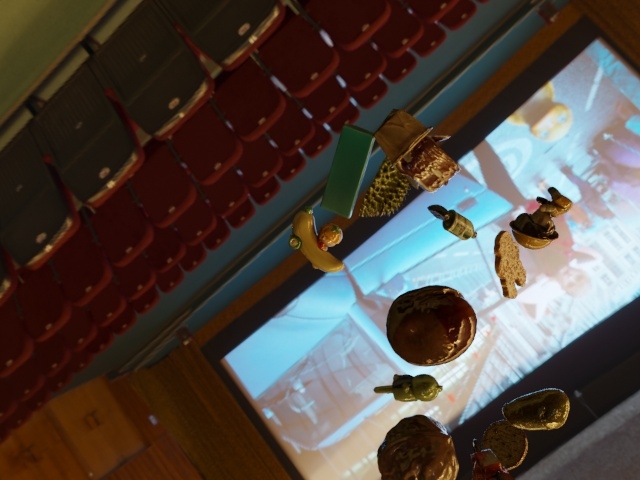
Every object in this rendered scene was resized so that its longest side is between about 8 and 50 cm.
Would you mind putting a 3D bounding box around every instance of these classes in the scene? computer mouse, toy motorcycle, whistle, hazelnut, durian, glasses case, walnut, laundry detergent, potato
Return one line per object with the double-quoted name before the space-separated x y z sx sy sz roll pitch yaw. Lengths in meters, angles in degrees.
"computer mouse" 0.508 -0.124 2.242 0.047 0.079 0.135 -51 -159 -6
"toy motorcycle" 0.435 0.637 1.283 0.147 0.222 0.325 -15 177 3
"whistle" 0.271 0.455 1.620 0.227 0.085 0.105 -12 157 31
"hazelnut" 0.492 0.368 2.342 0.409 0.360 0.359 -20 -179 30
"durian" 0.226 -0.208 1.888 0.157 0.170 0.356 8 131 -23
"glasses case" 0.096 -0.235 1.795 0.070 0.117 0.301 -37 148 -62
"walnut" 0.307 0.692 1.669 0.273 0.227 0.273 -47 180 0
"laundry detergent" 0.627 -0.056 2.332 0.070 0.099 0.225 -2 160 45
"potato" 0.596 0.472 1.454 0.188 0.105 0.085 -23 158 36

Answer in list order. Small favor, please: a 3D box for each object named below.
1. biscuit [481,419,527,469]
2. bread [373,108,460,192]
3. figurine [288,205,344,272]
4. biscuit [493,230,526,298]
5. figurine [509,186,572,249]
"biscuit" 0.703 0.782 2.008 0.187 0.027 0.188 -33 -144 28
"bread" 0.227 -0.213 1.225 0.142 0.212 0.224 -47 -178 15
"figurine" 0.000 0.000 2.377 0.222 0.325 0.124 -43 174 17
"biscuit" 0.615 0.077 1.722 0.040 0.237 0.144 -4 -149 44
"figurine" 0.876 -0.075 2.067 0.257 0.167 0.192 -49 175 24
